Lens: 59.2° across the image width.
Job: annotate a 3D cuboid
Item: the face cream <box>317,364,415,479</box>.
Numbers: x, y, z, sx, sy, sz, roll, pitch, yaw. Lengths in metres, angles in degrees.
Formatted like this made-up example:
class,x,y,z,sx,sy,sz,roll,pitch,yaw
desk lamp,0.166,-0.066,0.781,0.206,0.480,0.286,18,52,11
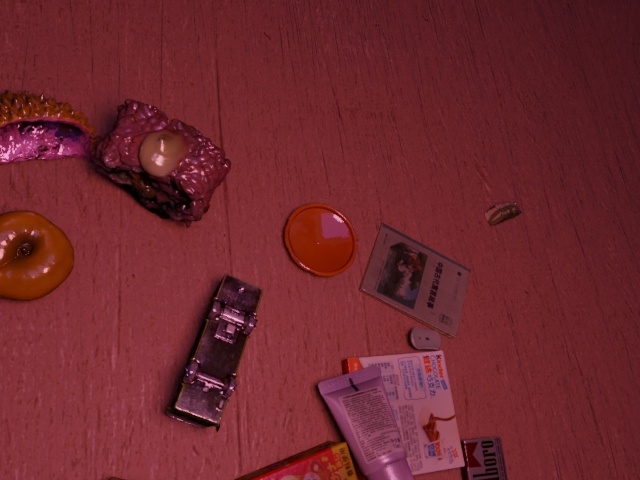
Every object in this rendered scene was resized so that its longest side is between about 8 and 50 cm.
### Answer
class,x,y,z,sx,sy,sz,roll,pitch,yaw
face cream,0.108,0.410,1.206,0.154,0.096,0.273,-12,62,-21

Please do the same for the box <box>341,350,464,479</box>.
class,x,y,z,sx,sy,sz,roll,pitch,yaw
box,0.191,0.401,1.310,0.265,0.048,0.273,1,70,-21

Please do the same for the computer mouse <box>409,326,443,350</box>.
class,x,y,z,sx,sy,sz,roll,pitch,yaw
computer mouse,0.260,0.248,1.408,0.110,0.032,0.055,12,67,-30

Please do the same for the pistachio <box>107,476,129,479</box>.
class,x,y,z,sx,sy,sz,roll,pitch,yaw
pistachio,-0.288,0.546,0.987,0.293,0.181,0.162,43,23,-7

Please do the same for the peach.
class,x,y,z,sx,sy,sz,roll,pitch,yaw
peach,-0.573,0.030,1.087,0.179,0.103,0.179,7,70,-19

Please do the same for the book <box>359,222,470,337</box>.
class,x,y,z,sx,sy,sz,roll,pitch,yaw
book,0.251,0.102,1.464,0.283,0.025,0.214,26,61,-11

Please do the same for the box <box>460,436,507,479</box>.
class,x,y,z,sx,sy,sz,roll,pitch,yaw
box,0.391,0.564,1.342,0.115,0.036,0.177,4,70,-22

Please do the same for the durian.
class,x,y,z,sx,sy,sz,roll,pitch,yaw
durian,-0.619,-0.250,1.175,0.261,0.153,0.186,-19,55,-36

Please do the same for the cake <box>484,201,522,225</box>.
class,x,y,z,sx,sy,sz,roll,pitch,yaw
cake,0.547,-0.088,1.650,0.140,0.055,0.051,-20,73,-30

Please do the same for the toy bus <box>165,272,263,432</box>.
class,x,y,z,sx,sy,sz,roll,pitch,yaw
toy bus,-0.213,0.227,1.155,0.113,0.139,0.301,26,55,-13

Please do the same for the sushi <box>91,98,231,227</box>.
class,x,y,z,sx,sy,sz,roll,pitch,yaw
sushi,-0.339,-0.162,1.193,0.270,0.236,0.170,33,70,-13

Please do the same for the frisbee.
class,x,y,z,sx,sy,sz,roll,pitch,yaw
frisbee,0.000,0.000,1.386,0.192,0.035,0.192,9,67,-21

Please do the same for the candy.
class,x,y,z,sx,sy,sz,roll,pitch,yaw
candy,-0.058,0.519,1.135,0.276,0.088,0.146,-11,77,-26
